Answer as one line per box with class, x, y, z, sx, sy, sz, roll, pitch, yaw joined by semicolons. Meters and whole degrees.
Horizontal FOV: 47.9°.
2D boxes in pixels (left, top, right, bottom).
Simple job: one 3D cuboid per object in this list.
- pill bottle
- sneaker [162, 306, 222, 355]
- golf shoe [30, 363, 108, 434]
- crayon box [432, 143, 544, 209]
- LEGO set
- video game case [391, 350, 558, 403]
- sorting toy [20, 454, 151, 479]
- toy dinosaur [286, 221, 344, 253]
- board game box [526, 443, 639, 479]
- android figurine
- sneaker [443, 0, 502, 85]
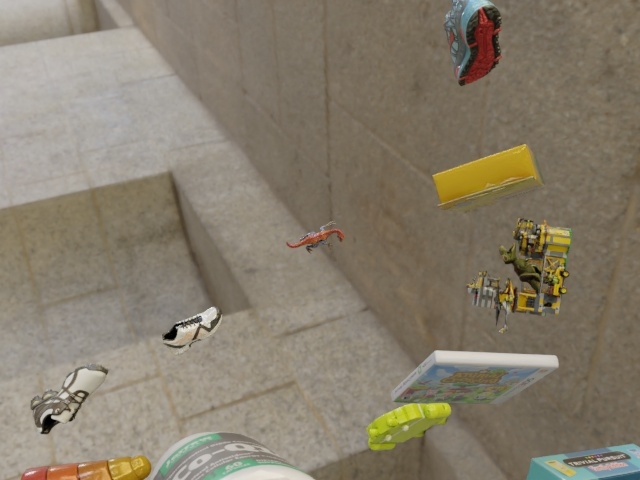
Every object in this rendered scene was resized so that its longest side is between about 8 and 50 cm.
pill bottle;-0.115;0.358;0.917;0.361;0.204;0.204;164;91;-69
sneaker;-0.205;0.141;1.152;0.044;0.109;0.040;52;180;-42
golf shoe;-0.530;0.343;1.540;0.077;0.198;0.094;42;-164;-46
crayon box;0.366;-0.129;1.549;0.318;0.202;0.081;-3;-104;-70
LEGO set;0.446;0.067;1.680;0.331;0.192;0.255;-34;-48;-82
video game case;0.247;0.229;1.180;0.193;0.212;0.023;118;153;-56
sorting toy;-0.185;0.382;0.791;0.366;0.126;0.127;62;171;-4
toy dinosaur;0.000;0.000;1.304;0.082;0.090;0.047;-23;91;48
board game box;0.431;0.520;1.202;0.079;0.253;0.336;26;109;57
android figurine;0.239;0.514;2.004;0.248;0.273;0.056;-37;60;25
sneaker;0.323;-0.445;1.550;0.262;0.104;0.125;79;166;-64
